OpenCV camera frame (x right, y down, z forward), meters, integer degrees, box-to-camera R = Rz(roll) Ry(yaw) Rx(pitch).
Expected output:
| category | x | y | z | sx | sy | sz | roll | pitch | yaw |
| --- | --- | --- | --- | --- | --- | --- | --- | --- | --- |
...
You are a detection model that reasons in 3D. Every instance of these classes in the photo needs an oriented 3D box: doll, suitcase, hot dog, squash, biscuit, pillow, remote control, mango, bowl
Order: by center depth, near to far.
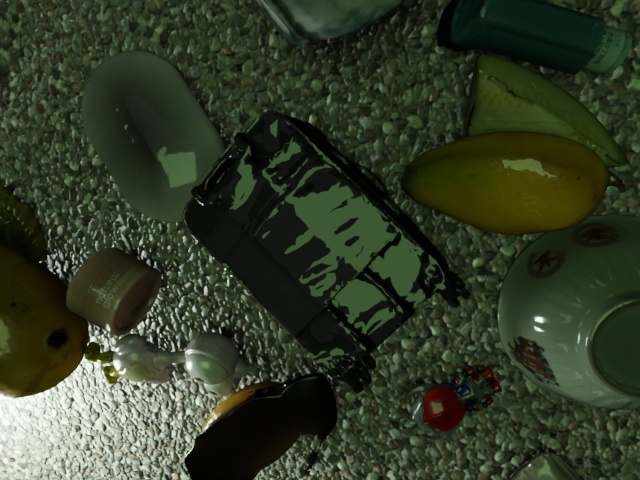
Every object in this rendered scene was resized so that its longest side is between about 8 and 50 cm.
| category | x | y | z | sx | sy | sz | roll | pitch | yaw |
| --- | --- | --- | --- | --- | --- | --- | --- | --- | --- |
| squash | 0.352 | -0.201 | 0.656 | 0.252 | 0.169 | 0.093 | 7 | 57 | 13 |
| bowl | 0.459 | 0.134 | 0.666 | 0.338 | 0.157 | 0.336 | 2 | 100 | 12 |
| mango | 0.278 | -0.087 | 0.675 | 0.317 | 0.119 | 0.176 | 9 | 146 | 22 |
| suitcase | 0.000 | 0.000 | 0.729 | 0.434 | 0.194 | 0.283 | 44 | 106 | 3 |
| pillow | 0.450 | 0.489 | 0.791 | 0.233 | 0.038 | 0.130 | 43 | 109 | 4 |
| doll | 0.231 | 0.295 | 0.799 | 0.195 | 0.062 | 0.104 | -32 | 109 | 8 |
| remote control | -0.311 | -0.191 | 0.816 | 0.221 | 0.103 | 0.332 | -32 | 91 | 10 |
| hot dog | -0.106 | 0.366 | 0.870 | 0.326 | 0.107 | 0.194 | -22 | 104 | 6 |
| doll | -0.291 | 0.245 | 0.883 | 0.366 | 0.094 | 0.160 | 1 | 132 | 18 |
| mango | -0.686 | 0.138 | 0.892 | 0.446 | 0.232 | 0.300 | 30 | 122 | 8 |
| biscuit | -0.746 | -0.038 | 0.980 | 0.274 | 0.036 | 0.187 | -3 | 99 | 14 |

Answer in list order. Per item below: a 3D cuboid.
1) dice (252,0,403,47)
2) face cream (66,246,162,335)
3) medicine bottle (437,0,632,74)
| category | x | y | z | sx | sy | sz | roll | pitch | yaw |
| --- | --- | --- | --- | --- | --- | --- | --- | --- | --- |
| dice | -0.021 | -0.482 | 0.528 | 0.348 | 0.330 | 0.327 | -42 | 58 | 15 |
| face cream | -0.402 | 0.099 | 0.864 | 0.104 | 0.149 | 0.149 | 27 | 105 | 7 |
| medicine bottle | 0.314 | -0.310 | 0.656 | 0.259 | 0.124 | 0.079 | 14 | 99 | -1 |
